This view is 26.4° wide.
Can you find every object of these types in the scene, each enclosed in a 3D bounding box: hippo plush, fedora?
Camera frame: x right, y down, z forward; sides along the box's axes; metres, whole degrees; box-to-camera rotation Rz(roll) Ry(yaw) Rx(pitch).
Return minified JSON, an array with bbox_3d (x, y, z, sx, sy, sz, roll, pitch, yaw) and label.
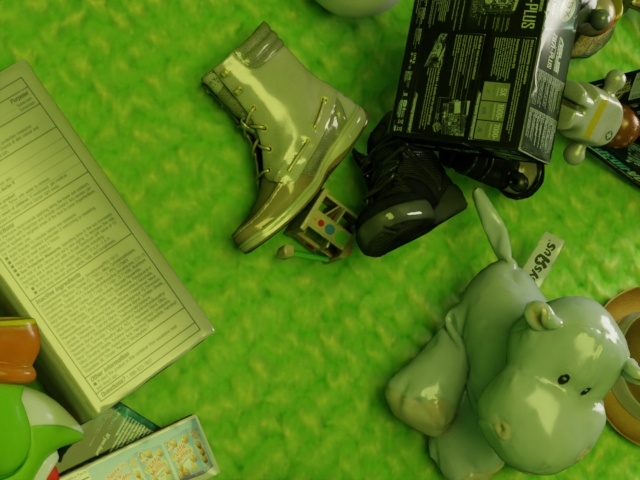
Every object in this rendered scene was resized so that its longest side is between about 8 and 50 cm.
[{"bbox_3d":[0.237,0.133,1.384,0.234,0.236,0.294,30,83,-23],"label":"hippo plush"},{"bbox_3d":[0.396,0.144,1.556,0.194,0.079,0.194,3,82,-22],"label":"fedora"}]

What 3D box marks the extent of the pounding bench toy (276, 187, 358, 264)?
[{"bbox_3d":[0.000,0.000,1.428,0.065,0.052,0.083,37,71,-14],"label":"pounding bench toy"}]

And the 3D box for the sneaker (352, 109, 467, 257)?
[{"bbox_3d":[0.069,-0.059,1.406,0.130,0.087,0.227,57,26,3],"label":"sneaker"}]

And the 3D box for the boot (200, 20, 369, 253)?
[{"bbox_3d":[-0.065,-0.107,1.405,0.165,0.077,0.213,42,64,-12],"label":"boot"}]

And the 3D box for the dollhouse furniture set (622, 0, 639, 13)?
[{"bbox_3d":[0.452,-0.254,1.554,0.212,0.161,0.242,23,83,7],"label":"dollhouse furniture set"}]

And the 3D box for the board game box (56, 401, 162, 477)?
[{"bbox_3d":[-0.213,0.254,1.317,0.126,0.026,0.186,35,71,-15],"label":"board game box"}]

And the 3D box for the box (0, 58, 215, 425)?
[{"bbox_3d":[-0.253,0.006,1.270,0.148,0.121,0.311,-34,90,-23],"label":"box"}]

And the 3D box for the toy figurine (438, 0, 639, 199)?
[{"bbox_3d":[0.226,-0.163,1.444,0.148,0.209,0.213,13,60,-49],"label":"toy figurine"}]

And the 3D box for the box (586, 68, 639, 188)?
[{"bbox_3d":[0.395,-0.107,1.524,0.220,0.175,0.051,32,71,-24],"label":"box"}]

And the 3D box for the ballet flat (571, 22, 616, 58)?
[{"bbox_3d":[0.277,-0.376,1.576,0.123,0.123,0.349,-4,83,-23],"label":"ballet flat"}]

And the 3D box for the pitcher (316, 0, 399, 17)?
[{"bbox_3d":[0.029,-0.322,1.402,0.177,0.207,0.126,24,70,-7],"label":"pitcher"}]

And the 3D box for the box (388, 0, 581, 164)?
[{"bbox_3d":[0.162,-0.175,1.339,0.077,0.147,0.180,15,85,-57],"label":"box"}]

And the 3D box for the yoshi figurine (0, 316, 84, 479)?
[{"bbox_3d":[-0.333,0.241,1.172,0.203,0.203,0.362,1,97,14],"label":"yoshi figurine"}]

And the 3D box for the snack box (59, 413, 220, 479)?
[{"bbox_3d":[-0.186,0.231,1.304,0.178,0.022,0.064,-23,90,-24],"label":"snack box"}]
